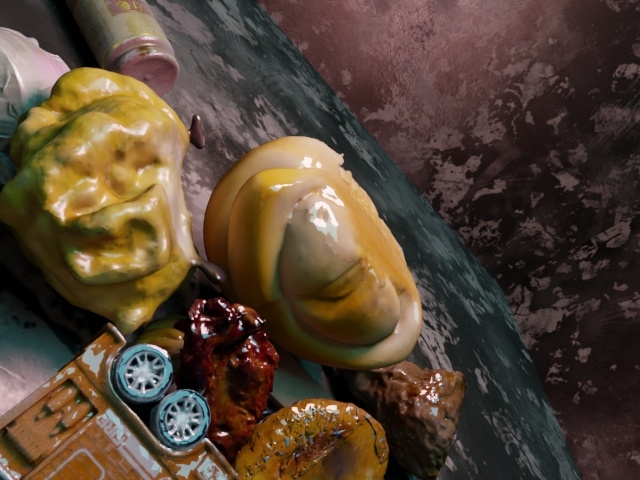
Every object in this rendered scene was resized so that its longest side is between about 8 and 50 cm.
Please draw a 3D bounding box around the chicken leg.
[{"bbox_3d":[-0.102,0.246,0.659,0.096,0.158,0.406,29,-32,54],"label":"chicken leg"}]

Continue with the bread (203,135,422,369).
[{"bbox_3d":[0.015,0.029,0.775,0.424,0.329,0.245,50,-17,-27],"label":"bread"}]

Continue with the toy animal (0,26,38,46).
[{"bbox_3d":[-0.530,-0.305,0.702,0.104,0.130,0.221,15,3,-7],"label":"toy animal"}]

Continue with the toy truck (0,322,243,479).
[{"bbox_3d":[-0.166,0.244,0.437,0.305,0.136,0.162,53,47,-5],"label":"toy truck"}]

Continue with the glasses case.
[{"bbox_3d":[-0.050,0.286,0.806,0.193,0.070,0.102,49,51,-16],"label":"glasses case"}]

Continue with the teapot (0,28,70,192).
[{"bbox_3d":[-0.410,-0.184,0.643,0.221,0.163,0.178,51,19,-9],"label":"teapot"}]

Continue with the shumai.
[{"bbox_3d":[0.143,0.341,0.975,0.283,0.216,0.346,20,-18,16],"label":"shumai"}]

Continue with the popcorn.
[{"bbox_3d":[-0.273,-0.040,0.596,0.315,0.281,0.297,-116,-161,-45],"label":"popcorn"}]

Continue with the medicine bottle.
[{"bbox_3d":[-0.434,-0.466,0.994,0.322,0.151,0.151,59,24,12],"label":"medicine bottle"}]

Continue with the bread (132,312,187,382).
[{"bbox_3d":[-0.207,0.150,0.676,0.157,0.083,0.094,16,29,-52],"label":"bread"}]

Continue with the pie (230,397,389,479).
[{"bbox_3d":[-0.014,0.337,0.635,0.274,0.069,0.273,-3,95,-39],"label":"pie"}]

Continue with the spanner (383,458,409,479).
[{"bbox_3d":[0.096,0.435,0.847,0.325,0.040,0.095,39,43,-48],"label":"spanner"}]
